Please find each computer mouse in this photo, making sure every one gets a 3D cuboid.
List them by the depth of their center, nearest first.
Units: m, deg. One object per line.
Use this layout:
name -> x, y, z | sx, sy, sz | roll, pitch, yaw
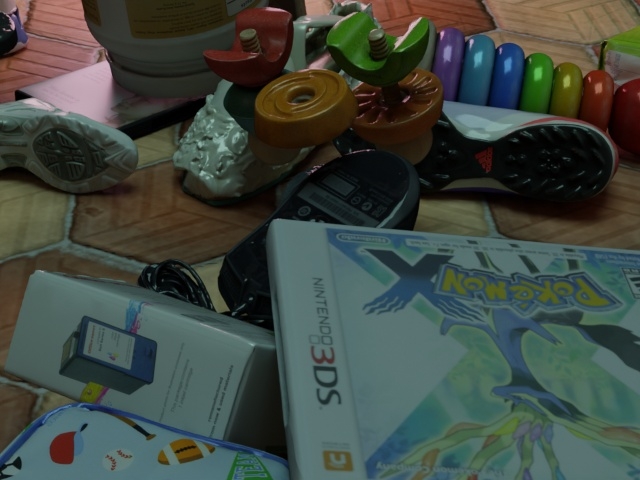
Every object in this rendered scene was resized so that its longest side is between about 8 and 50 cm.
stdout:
computer mouse -> -0.017, 0.021, 1.350 | 0.272, 0.072, 0.188 | -38, 46, -16

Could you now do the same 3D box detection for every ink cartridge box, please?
ink cartridge box -> -0.118, 0.097, 1.177 | 0.212, 0.093, 0.154 | 19, 2, 26

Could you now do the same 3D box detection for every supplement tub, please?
supplement tub -> -0.182, -0.351, 1.748 | 0.228, 0.316, 0.228 | -4, 36, 3

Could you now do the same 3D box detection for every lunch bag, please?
lunch bag -> -0.156, 0.232, 0.971 | 0.243, 0.115, 0.303 | 11, 31, 21

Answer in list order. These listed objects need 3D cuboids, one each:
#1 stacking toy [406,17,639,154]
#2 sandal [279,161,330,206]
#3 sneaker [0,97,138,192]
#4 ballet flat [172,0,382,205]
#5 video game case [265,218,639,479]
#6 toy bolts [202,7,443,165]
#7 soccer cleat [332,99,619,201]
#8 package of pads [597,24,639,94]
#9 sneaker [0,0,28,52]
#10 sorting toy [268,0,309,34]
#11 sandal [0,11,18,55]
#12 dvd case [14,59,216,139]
stacking toy -> 0.254, -0.165, 1.709 | 0.330, 0.141, 0.141 | 9, 29, 2
sandal -> -0.001, 0.000, 1.472 | 0.097, 0.054, 0.254 | 2, 37, 17
sneaker -> -0.298, -0.119, 1.631 | 0.232, 0.090, 0.115 | 11, 27, 16
ballet flat -> -0.043, -0.181, 1.708 | 0.147, 0.147, 0.409 | 15, 32, 23
video game case -> 0.131, 0.094, 1.093 | 0.328, 0.036, 0.300 | 5, 36, -11
toy bolts -> -0.010, -0.119, 1.470 | 0.228, 0.158, 0.218 | 13, 45, 32
soccer cleat -> 0.169, -0.103, 1.626 | 0.318, 0.109, 0.116 | 9, 9, 17
package of pads -> 0.506, -0.191, 1.778 | 0.296, 0.101, 0.229 | 23, 34, 35
sneaker -> -0.489, -0.385, 2.008 | 0.127, 0.182, 0.315 | -15, 33, -30
sorting toy -> -0.087, -0.372, 1.871 | 0.041, 0.307, 0.229 | -29, 41, -26
sandal -> -0.567, -0.190, 1.754 | 0.445, 0.107, 0.168 | -10, 29, 5
dvd case -> -0.222, -0.186, 1.821 | 0.180, 0.022, 0.253 | 25, 36, 36
